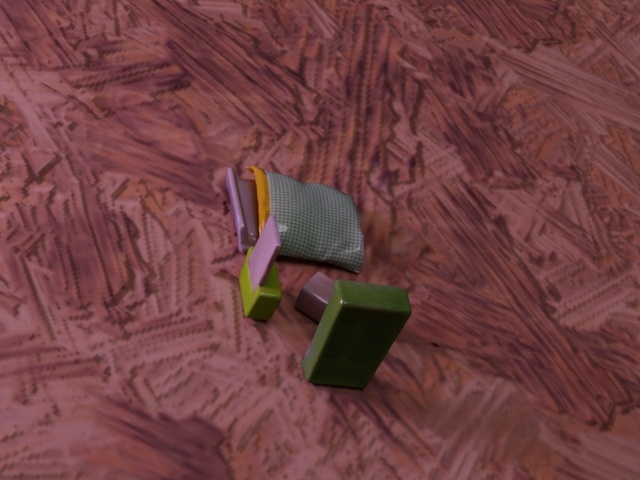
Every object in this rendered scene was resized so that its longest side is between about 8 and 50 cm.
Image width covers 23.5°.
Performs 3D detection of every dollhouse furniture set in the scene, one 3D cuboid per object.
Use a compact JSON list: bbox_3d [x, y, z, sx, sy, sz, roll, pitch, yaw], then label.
[{"bbox_3d":[0.000,0.000,0.787,0.076,0.058,0.151,9,40,-20],"label":"dollhouse furniture set"}]
